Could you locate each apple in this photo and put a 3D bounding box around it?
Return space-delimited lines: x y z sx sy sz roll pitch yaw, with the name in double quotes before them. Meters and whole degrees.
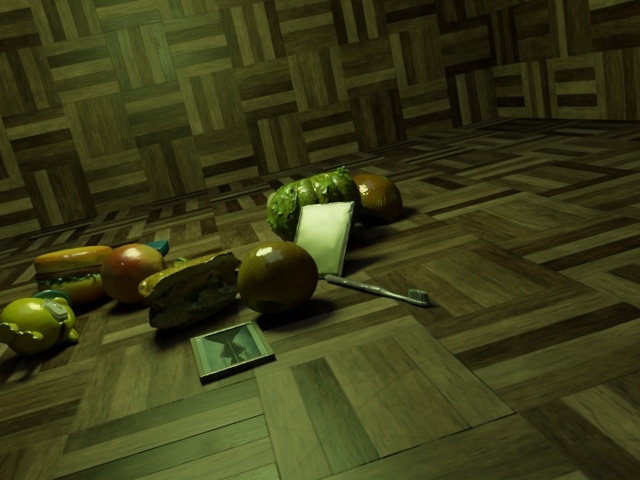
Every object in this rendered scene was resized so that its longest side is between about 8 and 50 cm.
"apple" -0.100 0.090 1.330 0.183 0.182 0.155 -6 46 22

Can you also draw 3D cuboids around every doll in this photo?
"doll" -0.699 0.210 1.467 0.200 0.145 0.363 26 2 -8

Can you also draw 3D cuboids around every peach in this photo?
"peach" -0.524 0.092 1.648 0.184 0.184 0.184 -12 15 3

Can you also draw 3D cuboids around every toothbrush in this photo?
"toothbrush" 0.120 0.106 1.340 0.024 0.029 0.354 -7 9 -35

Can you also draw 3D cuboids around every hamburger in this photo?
"hamburger" -0.724 0.110 1.738 0.246 0.169 0.246 -5 5 0
"hamburger" -0.319 0.124 1.428 0.283 0.143 0.157 -24 9 -40

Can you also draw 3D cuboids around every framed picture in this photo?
"framed picture" 0.000 0.000 1.568 0.173 0.010 0.231 -3 61 30
"framed picture" -0.186 0.222 1.194 0.150 0.015 0.203 -16 16 -13

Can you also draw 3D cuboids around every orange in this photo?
"orange" 0.171 -0.149 1.977 0.180 0.158 0.237 -2 7 -28
"orange" -0.018 -0.089 1.794 0.302 0.223 0.300 -17 -2 -17

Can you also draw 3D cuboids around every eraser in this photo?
"eraser" -0.725 0.061 2.153 0.312 0.042 0.144 -12 14 0

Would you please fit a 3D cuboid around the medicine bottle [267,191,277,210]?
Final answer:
"medicine bottle" -0.078 -0.138 2.217 0.253 0.114 0.114 -2 18 34

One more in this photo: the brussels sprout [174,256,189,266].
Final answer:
"brussels sprout" -0.441 0.083 1.859 0.051 0.046 0.083 -13 25 -16
